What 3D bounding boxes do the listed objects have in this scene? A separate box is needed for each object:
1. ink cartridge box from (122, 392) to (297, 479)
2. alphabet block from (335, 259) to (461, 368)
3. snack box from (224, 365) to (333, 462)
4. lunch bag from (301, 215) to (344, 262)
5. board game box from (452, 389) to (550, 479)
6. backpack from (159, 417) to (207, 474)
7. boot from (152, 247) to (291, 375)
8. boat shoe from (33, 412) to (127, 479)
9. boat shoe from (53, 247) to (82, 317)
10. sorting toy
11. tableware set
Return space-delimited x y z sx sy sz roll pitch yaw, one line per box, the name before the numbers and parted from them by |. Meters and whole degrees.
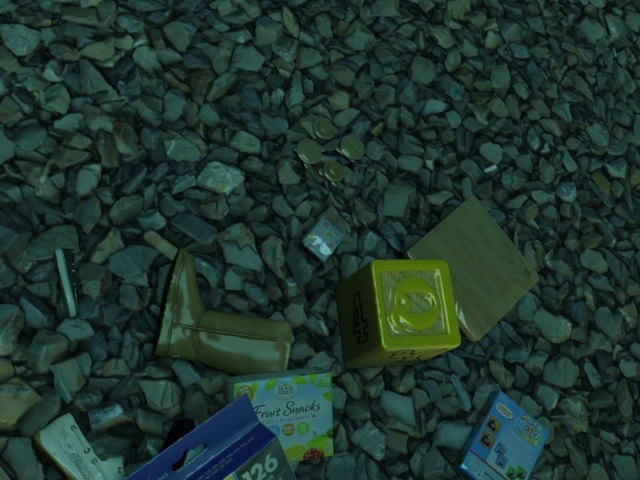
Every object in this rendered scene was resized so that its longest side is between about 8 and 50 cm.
ink cartridge box | -0.180 0.490 1.480 0.303 0.072 0.307 -33 115 -28
alphabet block | 0.160 0.159 1.743 0.192 0.197 0.193 -1 71 -24
snack box | -0.081 0.349 1.612 0.207 0.070 0.174 -2 93 -25
lunch bag | 0.000 0.000 1.816 0.071 0.053 0.083 40 51 -8
board game box | 0.409 0.469 1.827 0.160 0.039 0.211 40 61 -6
backpack | -0.250 0.397 1.534 0.084 0.105 0.114 35 61 -34
boot | -0.190 0.156 1.661 0.269 0.089 0.236 13 79 -18
boat shoe | -0.390 0.426 1.463 0.277 0.098 0.096 48 61 1
boat shoe | -0.484 0.079 1.580 0.040 0.049 0.142 -9 73 -26
sorting toy | 0.341 0.071 1.916 0.255 0.089 0.257 -38 89 -29
tableware set | 0.023 -0.213 1.923 0.141 0.020 0.169 40 60 -8
